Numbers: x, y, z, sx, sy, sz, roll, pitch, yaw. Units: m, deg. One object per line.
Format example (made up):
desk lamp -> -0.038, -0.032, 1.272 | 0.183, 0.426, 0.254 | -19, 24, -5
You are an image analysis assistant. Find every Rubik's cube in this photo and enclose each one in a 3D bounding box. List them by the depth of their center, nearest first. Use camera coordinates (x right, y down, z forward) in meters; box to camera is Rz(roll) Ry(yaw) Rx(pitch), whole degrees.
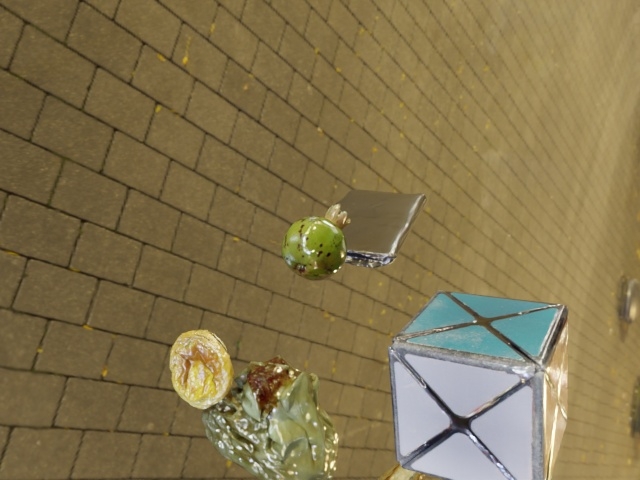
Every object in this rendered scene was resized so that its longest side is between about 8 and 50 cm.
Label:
Rubik's cube -> 0.281, 0.251, 1.037 | 0.259, 0.260, 0.254 | -31, 119, -58

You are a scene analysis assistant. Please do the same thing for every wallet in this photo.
wallet -> 0.100, -0.036, 1.266 | 0.377, 0.197, 0.051 | -49, 140, -62

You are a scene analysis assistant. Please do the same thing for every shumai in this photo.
shumai -> -0.071, 0.294, 1.027 | 0.189, 0.256, 0.218 | -35, 143, -54

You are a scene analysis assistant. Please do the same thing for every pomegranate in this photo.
pomegranate -> 0.000, 0.000, 1.002 | 0.142, 0.115, 0.114 | -53, 133, -31

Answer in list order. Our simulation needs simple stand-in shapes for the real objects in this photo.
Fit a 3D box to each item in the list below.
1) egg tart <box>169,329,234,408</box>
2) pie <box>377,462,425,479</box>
egg tart -> -0.192, 0.207, 0.973 | 0.052, 0.131, 0.130 | -8, 102, -65
pie -> 0.149, 0.551, 1.271 | 0.205, 0.084, 0.178 | -48, 147, -19
